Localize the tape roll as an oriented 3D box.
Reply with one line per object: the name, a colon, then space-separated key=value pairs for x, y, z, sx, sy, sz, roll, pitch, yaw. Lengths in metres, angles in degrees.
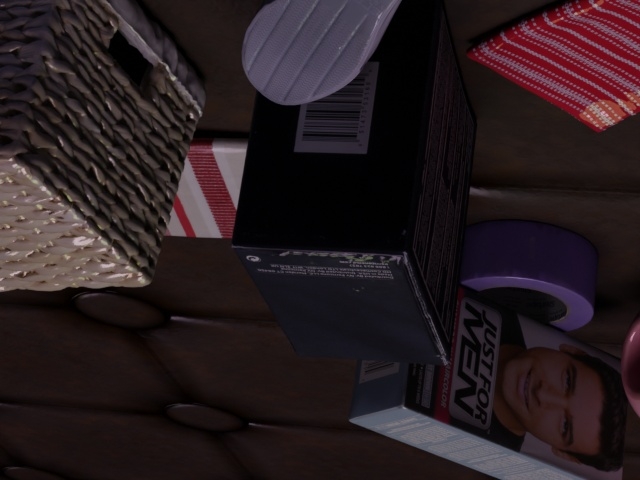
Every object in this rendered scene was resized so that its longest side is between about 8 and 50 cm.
tape roll: x=0.256 y=0.048 z=2.312 sx=0.189 sy=0.080 sz=0.189 roll=8 pitch=156 yaw=3

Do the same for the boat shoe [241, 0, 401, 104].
boat shoe: x=0.033 y=-0.229 z=1.645 sx=0.109 sy=0.094 sz=0.302 roll=42 pitch=137 yaw=-6

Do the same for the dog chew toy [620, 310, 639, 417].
dog chew toy: x=0.559 y=0.169 z=2.345 sx=0.332 sy=0.206 sz=0.206 roll=8 pitch=159 yaw=-18

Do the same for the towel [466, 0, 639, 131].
towel: x=0.306 y=-0.187 z=1.807 sx=0.199 sy=0.031 sz=0.275 roll=25 pitch=153 yaw=-32

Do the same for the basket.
basket: x=-0.340 y=-0.120 z=1.912 sx=0.331 sy=0.266 sz=0.328 roll=-3 pitch=154 yaw=22

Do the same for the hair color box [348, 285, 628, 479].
hair color box: x=0.222 y=0.191 z=2.318 sx=0.374 sy=0.185 sz=0.114 roll=24 pitch=152 yaw=-32

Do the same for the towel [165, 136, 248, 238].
towel: x=-0.106 y=-0.068 z=2.240 sx=0.329 sy=0.037 sz=0.237 roll=3 pitch=154 yaw=11

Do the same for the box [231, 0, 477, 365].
box: x=0.043 y=-0.060 z=1.859 sx=0.183 sy=0.296 sz=0.294 roll=2 pitch=156 yaw=15
